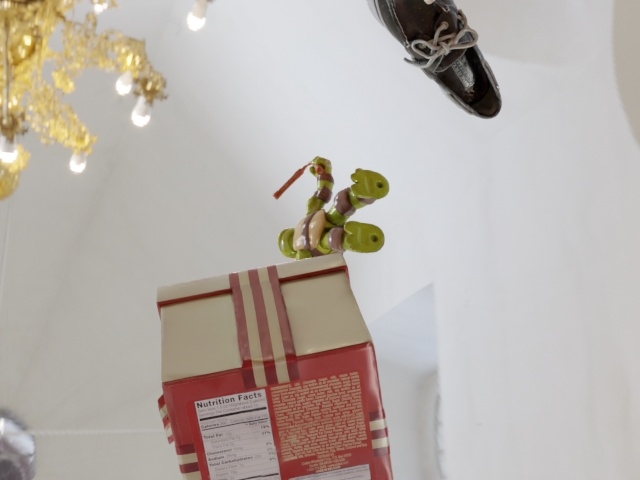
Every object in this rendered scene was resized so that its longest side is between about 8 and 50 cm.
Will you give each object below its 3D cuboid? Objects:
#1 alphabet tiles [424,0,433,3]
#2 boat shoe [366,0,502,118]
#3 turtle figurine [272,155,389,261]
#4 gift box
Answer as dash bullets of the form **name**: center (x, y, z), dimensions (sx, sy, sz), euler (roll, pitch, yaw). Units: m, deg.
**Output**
- **alphabet tiles**: center (0.231, -0.364, 1.148), dimensions (0.021, 0.284, 0.278), euler (49, -151, -23)
- **boat shoe**: center (0.174, -0.292, 1.550), dimensions (0.113, 0.105, 0.306), euler (-35, -53, 4)
- **turtle figurine**: center (0.000, 0.000, 1.355), dimensions (0.087, 0.217, 0.269), euler (32, -117, -23)
- **gift box**: center (-0.062, 0.186, 1.191), dimensions (0.255, 0.258, 0.276), euler (-6, -66, -6)
